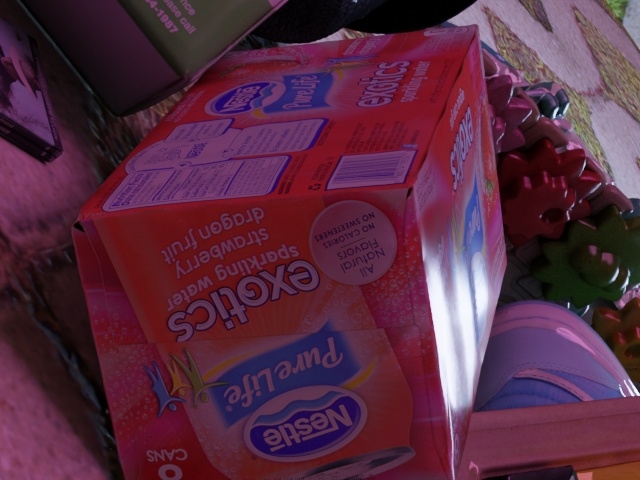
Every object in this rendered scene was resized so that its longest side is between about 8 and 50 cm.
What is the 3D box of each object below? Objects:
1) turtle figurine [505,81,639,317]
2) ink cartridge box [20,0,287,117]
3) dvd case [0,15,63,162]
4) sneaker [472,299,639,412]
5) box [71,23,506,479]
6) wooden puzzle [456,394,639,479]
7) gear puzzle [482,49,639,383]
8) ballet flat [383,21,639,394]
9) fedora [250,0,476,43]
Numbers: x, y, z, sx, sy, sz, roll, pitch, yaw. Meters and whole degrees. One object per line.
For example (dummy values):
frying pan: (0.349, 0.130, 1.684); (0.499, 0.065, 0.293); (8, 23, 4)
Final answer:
turtle figurine: (0.100, -0.042, 1.286); (0.234, 0.175, 0.118); (35, 14, -26)
ink cartridge box: (-0.056, -0.240, 1.066); (0.211, 0.289, 0.121); (52, -24, -9)
dvd case: (-0.178, -0.096, 0.954); (0.119, 0.013, 0.087); (36, 27, -45)
sneaker: (0.187, 0.201, 1.163); (0.319, 0.127, 0.208); (46, 22, -9)
box: (0.000, 0.000, 0.944); (0.300, 0.154, 0.142); (-65, 148, -69)
wooden puzzle: (0.153, 0.192, 0.999); (0.239, 0.044, 0.221); (0, 78, -46)
gear puzzle: (0.124, 0.022, 1.224); (0.339, 0.175, 0.044); (39, 27, -39)
ballet flat: (0.168, 0.019, 1.419); (0.409, 0.147, 0.147); (48, 20, -17)
fedora: (-0.035, -0.251, 1.263); (0.334, 0.334, 0.152); (50, 50, -13)
